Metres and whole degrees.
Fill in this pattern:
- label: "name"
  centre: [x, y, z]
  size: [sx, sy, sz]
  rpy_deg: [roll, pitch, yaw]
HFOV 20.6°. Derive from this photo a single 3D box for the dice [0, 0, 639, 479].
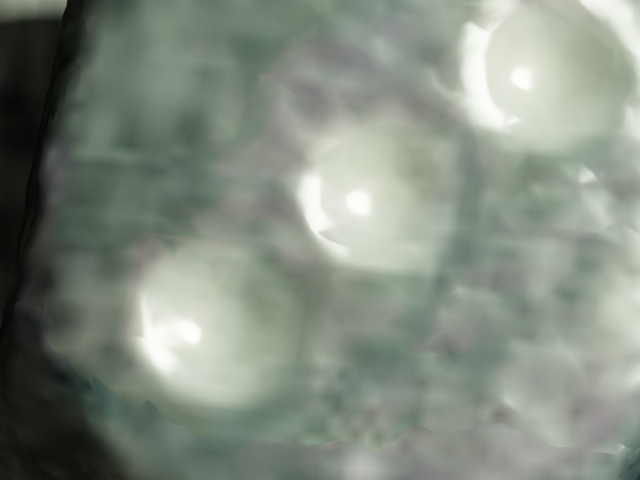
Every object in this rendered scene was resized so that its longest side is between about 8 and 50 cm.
- label: "dice"
  centre: [0.000, 0.000, 0.528]
  size: [0.183, 0.181, 0.182]
  rpy_deg: [9, 84, -8]
